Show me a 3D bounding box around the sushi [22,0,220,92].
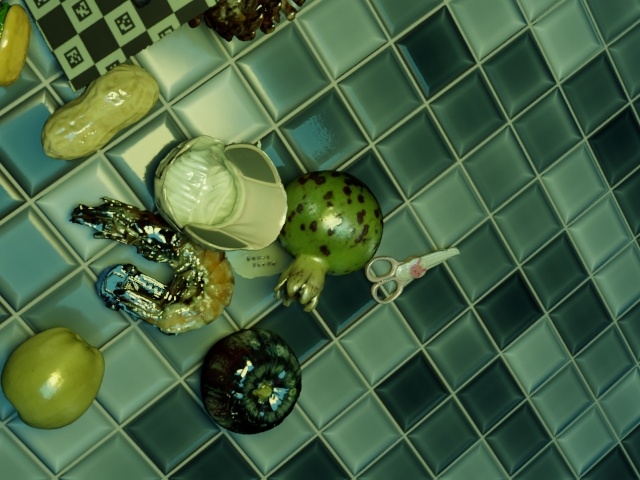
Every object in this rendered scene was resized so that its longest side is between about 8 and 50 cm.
[{"bbox_3d":[-0.396,-0.509,1.276,0.343,0.064,0.359,-26,97,19],"label":"sushi"}]

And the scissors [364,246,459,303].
[{"bbox_3d":[0.227,0.067,1.692,0.242,0.030,0.118,-20,107,-13],"label":"scissors"}]

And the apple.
[{"bbox_3d":[-0.530,0.271,1.383,0.200,0.200,0.200,-4,101,-19],"label":"apple"}]

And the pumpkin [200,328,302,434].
[{"bbox_3d":[-0.153,0.310,1.530,0.233,0.163,0.233,-5,101,-27],"label":"pumpkin"}]

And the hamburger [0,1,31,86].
[{"bbox_3d":[-0.587,-0.360,1.257,0.115,0.162,0.162,14,95,-20],"label":"hamburger"}]

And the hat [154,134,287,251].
[{"bbox_3d":[-0.201,-0.085,1.418,0.275,0.161,0.232,23,79,6],"label":"hat"}]

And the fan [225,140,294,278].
[{"bbox_3d":[-0.132,-0.067,1.550,0.182,0.010,0.310,-6,102,-18],"label":"fan"}]

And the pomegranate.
[{"bbox_3d":[-0.011,-0.014,1.471,0.306,0.242,0.242,-38,111,-30],"label":"pomegranate"}]

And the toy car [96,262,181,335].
[{"bbox_3d":[-0.365,0.122,1.474,0.216,0.063,0.103,28,86,-12],"label":"toy car"}]

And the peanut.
[{"bbox_3d":[-0.430,-0.249,1.351,0.257,0.123,0.123,-39,110,-10],"label":"peanut"}]

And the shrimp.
[{"bbox_3d":[-0.344,0.053,1.423,0.365,0.071,0.233,26,60,-21],"label":"shrimp"}]

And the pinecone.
[{"bbox_3d":[-0.156,-0.526,1.324,0.296,0.242,0.298,34,129,-18],"label":"pinecone"}]
